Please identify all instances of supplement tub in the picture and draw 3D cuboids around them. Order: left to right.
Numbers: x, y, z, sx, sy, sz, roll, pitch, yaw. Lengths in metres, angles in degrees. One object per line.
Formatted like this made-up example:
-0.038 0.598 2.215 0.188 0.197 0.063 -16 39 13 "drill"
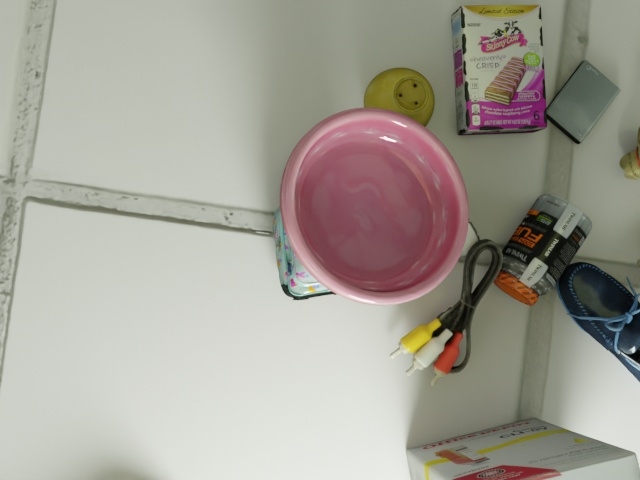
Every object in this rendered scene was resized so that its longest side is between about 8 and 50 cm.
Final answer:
0.408 0.019 1.603 0.117 0.117 0.190 36 83 -7 "supplement tub"

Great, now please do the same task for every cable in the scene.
0.260 0.141 1.570 0.139 0.072 0.287 34 104 -10 "cable"

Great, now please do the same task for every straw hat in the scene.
0.613 -0.147 1.662 0.061 0.144 0.145 -21 93 32 "straw hat"

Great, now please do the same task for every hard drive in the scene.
0.507 -0.269 1.673 0.094 0.022 0.135 39 83 -6 "hard drive"

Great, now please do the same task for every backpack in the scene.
0.000 0.000 1.528 0.165 0.144 0.189 -8 80 -11 "backpack"

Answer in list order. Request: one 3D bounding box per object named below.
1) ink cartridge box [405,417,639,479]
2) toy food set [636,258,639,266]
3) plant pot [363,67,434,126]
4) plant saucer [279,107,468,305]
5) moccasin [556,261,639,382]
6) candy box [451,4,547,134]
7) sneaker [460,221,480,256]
0.327 0.426 1.449 0.279 0.384 0.161 -11 87 -9 "ink cartridge box"
0.708 0.004 1.683 0.128 0.071 0.218 32 82 17 "toy food set"
0.155 -0.258 1.580 0.134 0.095 0.134 0 89 -9 "plant pot"
0.086 -0.053 1.444 0.332 0.084 0.332 4 78 -18 "plant saucer"
0.599 0.165 1.630 0.342 0.117 0.138 41 83 -6 "moccasin"
0.336 -0.320 1.622 0.159 0.071 0.234 -4 89 -9 "candy box"
0.168 -0.073 1.576 0.129 0.111 0.297 -35 94 -3 "sneaker"
